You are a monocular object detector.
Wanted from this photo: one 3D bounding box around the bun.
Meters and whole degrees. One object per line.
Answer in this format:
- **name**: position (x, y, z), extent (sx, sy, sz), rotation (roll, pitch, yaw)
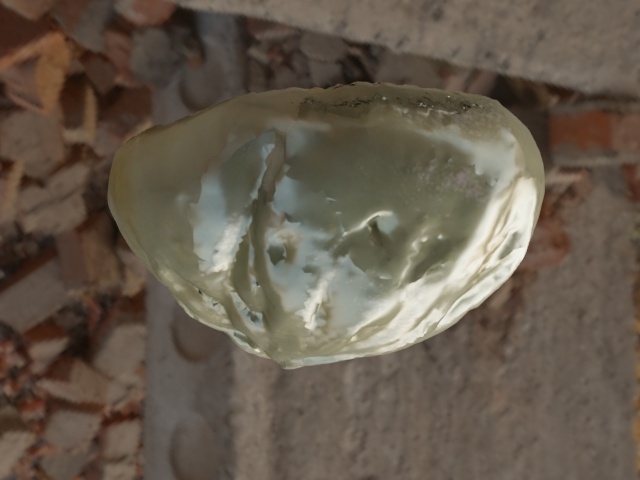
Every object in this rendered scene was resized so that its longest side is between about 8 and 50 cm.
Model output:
- **bun**: position (0.000, 0.000, 0.588), extent (0.183, 0.183, 0.102), rotation (4, 77, -41)
